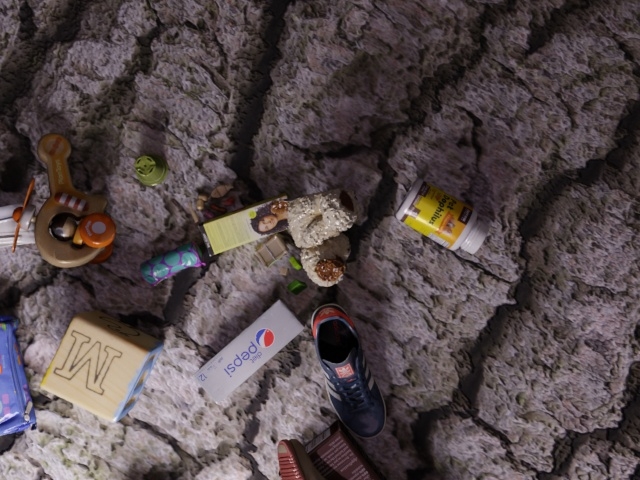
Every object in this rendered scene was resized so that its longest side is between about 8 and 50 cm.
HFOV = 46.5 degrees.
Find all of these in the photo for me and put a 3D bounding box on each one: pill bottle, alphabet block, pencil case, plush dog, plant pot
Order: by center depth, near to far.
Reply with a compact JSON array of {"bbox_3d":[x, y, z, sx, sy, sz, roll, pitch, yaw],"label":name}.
[{"bbox_3d":[0.000,0.000,1.781,0.211,0.262,0.225,-10,93,7],"label":"plush dog"},{"bbox_3d":[-0.518,0.297,1.793,0.197,0.192,0.193,26,86,-1],"label":"alphabet block"},{"bbox_3d":[-0.778,0.329,1.821,0.133,0.119,0.305,-11,89,23],"label":"pencil case"},{"bbox_3d":[0.304,-0.054,1.844,0.215,0.117,0.117,30,88,0],"label":"pill bottle"},{"bbox_3d":[-0.369,0.060,1.861,0.152,0.064,0.070,-25,73,-1],"label":"pencil case"},{"bbox_3d":[-0.430,-0.182,1.861,0.083,0.079,0.083,0,89,0],"label":"plant pot"}]

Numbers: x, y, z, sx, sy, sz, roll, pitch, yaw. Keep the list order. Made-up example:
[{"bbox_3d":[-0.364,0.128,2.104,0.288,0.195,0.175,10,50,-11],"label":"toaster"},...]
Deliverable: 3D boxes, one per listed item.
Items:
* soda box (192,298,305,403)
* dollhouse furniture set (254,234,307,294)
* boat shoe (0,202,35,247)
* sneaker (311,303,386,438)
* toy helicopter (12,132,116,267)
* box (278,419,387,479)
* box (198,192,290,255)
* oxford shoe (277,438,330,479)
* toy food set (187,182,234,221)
[{"bbox_3d":[-0.173,0.271,1.843,0.286,0.091,0.098,-42,88,-2],"label":"soda box"},{"bbox_3d":[-0.092,0.063,1.885,0.076,0.058,0.151,-39,70,6],"label":"dollhouse furniture set"},{"bbox_3d":[-0.881,0.026,1.835,0.367,0.136,0.156,-15,92,-11],"label":"boat shoe"},{"bbox_3d":[0.064,0.327,1.815,0.131,0.148,0.349,-23,89,-1],"label":"sneaker"},{"bbox_3d":[-0.646,-0.100,1.822,0.235,0.140,0.354,-9,71,-22],"label":"toy helicopter"},{"bbox_3d":[0.090,0.648,1.813,0.191,0.143,0.381,-38,87,-2],"label":"box"},{"bbox_3d":[-0.181,-0.042,1.861,0.232,0.058,0.087,-20,103,0],"label":"box"},{"bbox_3d":[0.015,0.598,1.708,0.130,0.123,0.348,-25,88,-26],"label":"oxford shoe"},{"bbox_3d":[-0.270,-0.091,1.891,0.122,0.019,0.077,-21,89,-9],"label":"toy food set"}]
